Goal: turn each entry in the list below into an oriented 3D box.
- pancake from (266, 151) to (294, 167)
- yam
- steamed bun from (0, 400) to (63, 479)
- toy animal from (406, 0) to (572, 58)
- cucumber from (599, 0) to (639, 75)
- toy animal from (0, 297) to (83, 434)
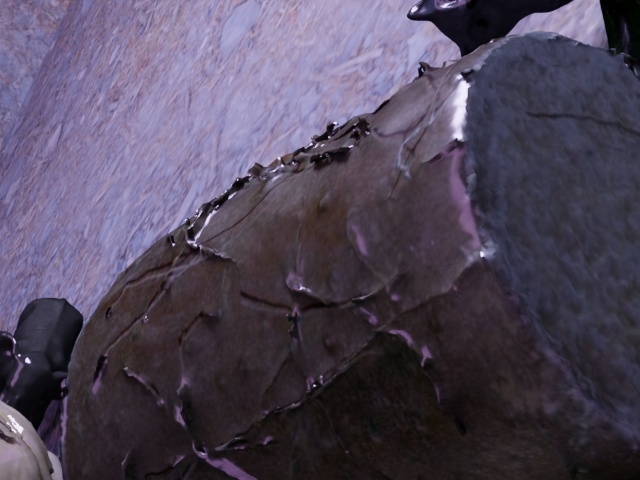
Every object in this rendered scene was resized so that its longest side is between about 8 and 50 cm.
[{"bbox_3d":[-0.055,0.025,1.028,0.250,0.031,0.250,-46,29,35],"label":"pancake"},{"bbox_3d":[0.036,0.062,0.592,0.348,0.241,0.241,-32,39,43],"label":"yam"},{"bbox_3d":[-0.335,0.294,1.133,0.268,0.207,0.280,-93,11,-46],"label":"steamed bun"},{"bbox_3d":[0.147,-0.204,0.743,0.210,0.121,0.117,-40,-2,18],"label":"toy animal"},{"bbox_3d":[0.185,-0.106,0.688,0.036,0.033,0.184,-20,40,26],"label":"cucumber"},{"bbox_3d":[-0.351,0.154,1.375,0.146,0.114,0.245,-51,28,26],"label":"toy animal"}]
